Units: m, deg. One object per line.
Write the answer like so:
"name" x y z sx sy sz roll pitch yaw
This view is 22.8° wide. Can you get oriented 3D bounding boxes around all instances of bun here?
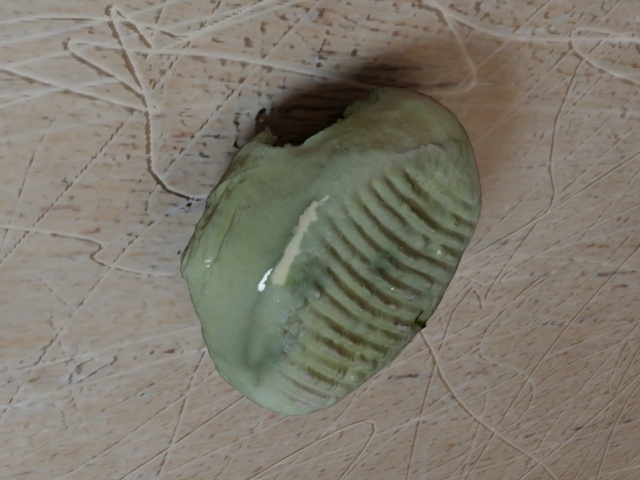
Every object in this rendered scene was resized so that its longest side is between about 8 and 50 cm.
"bun" 0.000 0.000 1.046 0.210 0.116 0.237 13 108 -53
